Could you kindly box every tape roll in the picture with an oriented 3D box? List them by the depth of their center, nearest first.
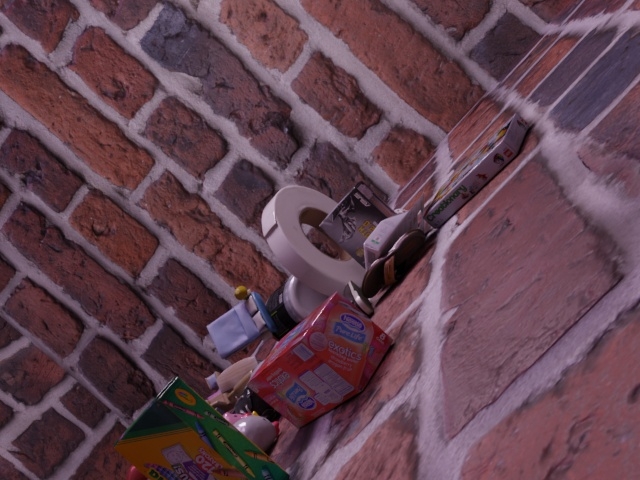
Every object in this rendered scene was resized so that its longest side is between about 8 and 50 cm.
[{"bbox_3d":[0.000,0.000,2.335,0.072,0.392,0.392,-47,3,32],"label":"tape roll"}]

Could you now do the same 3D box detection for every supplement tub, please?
[{"bbox_3d":[-0.061,0.211,2.422,0.194,0.193,0.316,-50,4,-30],"label":"supplement tub"}]

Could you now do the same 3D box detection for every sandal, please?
[{"bbox_3d":[0.186,0.066,1.932,0.219,0.060,0.090,-44,-36,8],"label":"sandal"}]

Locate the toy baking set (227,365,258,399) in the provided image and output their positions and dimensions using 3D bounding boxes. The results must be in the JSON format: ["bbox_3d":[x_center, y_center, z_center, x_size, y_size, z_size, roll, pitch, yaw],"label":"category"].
[{"bbox_3d":[-0.154,0.396,2.121,0.256,0.030,0.196,-43,-34,23],"label":"toy baking set"}]

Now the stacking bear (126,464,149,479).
[{"bbox_3d":[-0.343,0.615,1.795,0.289,0.175,0.164,163,117,-65],"label":"stacking bear"}]

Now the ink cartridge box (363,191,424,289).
[{"bbox_3d":[0.195,-0.005,2.032,0.225,0.056,0.181,-52,-27,-28],"label":"ink cartridge box"}]

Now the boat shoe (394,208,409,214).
[{"bbox_3d":[0.238,-0.055,2.366,0.096,0.098,0.277,-50,2,-2],"label":"boat shoe"}]

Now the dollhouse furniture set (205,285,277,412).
[{"bbox_3d":[-0.288,0.318,2.320,0.286,0.303,0.198,-32,-24,12],"label":"dollhouse furniture set"}]

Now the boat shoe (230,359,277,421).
[{"bbox_3d":[-0.155,0.429,1.982,0.335,0.121,0.119,-61,1,43],"label":"boat shoe"}]

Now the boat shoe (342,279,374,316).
[{"bbox_3d":[0.084,0.161,2.001,0.068,0.081,0.228,-45,6,5],"label":"boat shoe"}]

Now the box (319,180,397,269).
[{"bbox_3d":[0.137,-0.029,2.209,0.183,0.231,0.056,-46,1,35],"label":"box"}]

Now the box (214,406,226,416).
[{"bbox_3d":[-0.342,0.610,2.259,0.207,0.108,0.153,-46,3,34],"label":"box"}]

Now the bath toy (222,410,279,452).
[{"bbox_3d":[-0.207,0.475,1.852,0.129,0.152,0.348,-24,-7,-34],"label":"bath toy"}]

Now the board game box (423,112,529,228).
[{"bbox_3d":[0.397,-0.176,1.989,0.305,0.053,0.193,-47,3,36],"label":"board game box"}]

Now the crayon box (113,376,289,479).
[{"bbox_3d":[-0.214,0.398,1.402,0.165,0.278,0.081,-47,2,30],"label":"crayon box"}]

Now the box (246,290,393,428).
[{"bbox_3d":[-0.007,0.247,1.562,0.142,0.154,0.300,-50,2,-36],"label":"box"}]
